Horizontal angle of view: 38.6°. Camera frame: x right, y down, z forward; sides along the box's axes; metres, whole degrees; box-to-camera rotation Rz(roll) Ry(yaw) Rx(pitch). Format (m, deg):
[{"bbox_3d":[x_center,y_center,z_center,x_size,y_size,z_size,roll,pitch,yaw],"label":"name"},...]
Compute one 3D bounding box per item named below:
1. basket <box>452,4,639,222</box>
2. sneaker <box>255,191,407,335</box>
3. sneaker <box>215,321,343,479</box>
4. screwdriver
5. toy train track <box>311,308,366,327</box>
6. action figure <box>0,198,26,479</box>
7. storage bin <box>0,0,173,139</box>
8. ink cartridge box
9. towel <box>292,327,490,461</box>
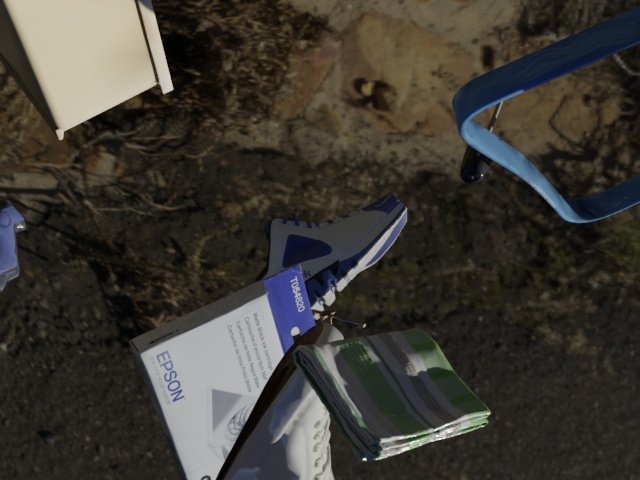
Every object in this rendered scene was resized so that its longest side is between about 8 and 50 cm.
[{"bbox_3d":[0.268,-0.108,0.658,0.255,0.289,0.201,22,53,-51],"label":"basket"},{"bbox_3d":[-0.001,0.001,1.656,0.315,0.127,0.182,-43,76,-9],"label":"sneaker"},{"bbox_3d":[-0.017,0.204,0.900,0.123,0.106,0.290,26,122,-2],"label":"sneaker"},{"bbox_3d":[0.149,-0.097,0.787,0.170,0.025,0.024,-55,129,-47],"label":"screwdriver"},{"bbox_3d":[0.024,0.116,1.319,0.048,0.083,0.014,-13,115,-69],"label":"toy train track"},{"bbox_3d":[-0.394,0.096,0.717,0.341,0.179,0.330,-17,95,-54],"label":"action figure"},{"bbox_3d":[-0.270,-0.273,0.817,0.123,0.260,0.262,-32,153,-16],"label":"storage bin"},{"bbox_3d":[-0.087,0.169,1.088,0.224,0.045,0.223,-25,118,-20],"label":"ink cartridge box"},{"bbox_3d":[0.062,0.118,0.753,0.152,0.113,0.023,-5,138,-42],"label":"towel"}]
